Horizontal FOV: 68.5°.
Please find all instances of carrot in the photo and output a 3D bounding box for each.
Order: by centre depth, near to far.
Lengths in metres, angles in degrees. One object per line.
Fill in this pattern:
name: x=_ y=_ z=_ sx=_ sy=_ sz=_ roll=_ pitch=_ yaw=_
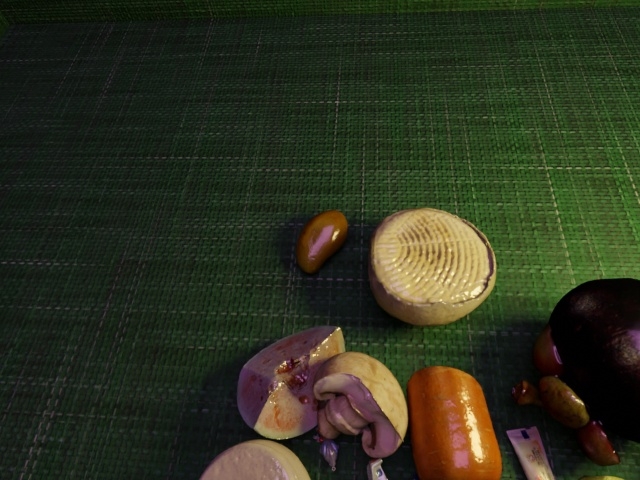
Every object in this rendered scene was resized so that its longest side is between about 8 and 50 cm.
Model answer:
carrot: x=0.310 y=0.484 z=1.080 sx=0.193 sy=0.214 sz=0.331 roll=-20 pitch=47 yaw=19

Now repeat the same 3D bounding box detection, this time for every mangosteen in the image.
mangosteen: x=0.674 y=0.296 z=1.073 sx=0.435 sy=0.382 sz=0.382 roll=-36 pitch=61 yaw=-5

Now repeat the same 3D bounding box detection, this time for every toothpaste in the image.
toothpaste: x=0.523 y=0.592 z=1.077 sx=0.056 sy=0.058 sz=0.314 roll=-36 pitch=47 yaw=31

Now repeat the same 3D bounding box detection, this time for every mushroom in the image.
mushroom: x=0.098 y=0.385 z=1.146 sx=0.254 sy=0.195 sz=0.189 roll=49 pitch=30 yaw=5

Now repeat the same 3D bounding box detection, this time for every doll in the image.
doll: x=0.021 y=0.515 z=1.175 sx=0.057 sy=0.039 sz=0.114 roll=10 pitch=39 yaw=-29

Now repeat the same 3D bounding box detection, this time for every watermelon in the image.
watermelon: x=-0.074 y=0.373 z=1.228 sx=0.322 sy=0.175 sz=0.188 roll=-32 pitch=18 yaw=-28

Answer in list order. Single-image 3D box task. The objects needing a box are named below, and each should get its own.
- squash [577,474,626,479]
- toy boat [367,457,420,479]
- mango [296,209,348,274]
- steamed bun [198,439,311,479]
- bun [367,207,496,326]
squash: x=0.650 y=0.602 z=0.996 sx=0.220 sy=0.133 sz=0.220 roll=11 pitch=50 yaw=-13
toy boat: x=0.102 y=0.588 z=1.073 sx=0.262 sy=0.114 sz=0.115 roll=-30 pitch=70 yaw=-11
mango: x=0.000 y=0.000 z=1.475 sx=0.136 sy=0.099 sz=0.227 roll=27 pitch=73 yaw=17
steamed bun: x=-0.139 y=0.600 z=1.051 sx=0.283 sy=0.177 sz=0.283 roll=-6 pitch=62 yaw=12
bun: x=0.296 y=0.088 z=1.325 sx=0.364 sy=0.202 sz=0.364 roll=-3 pitch=51 yaw=3
